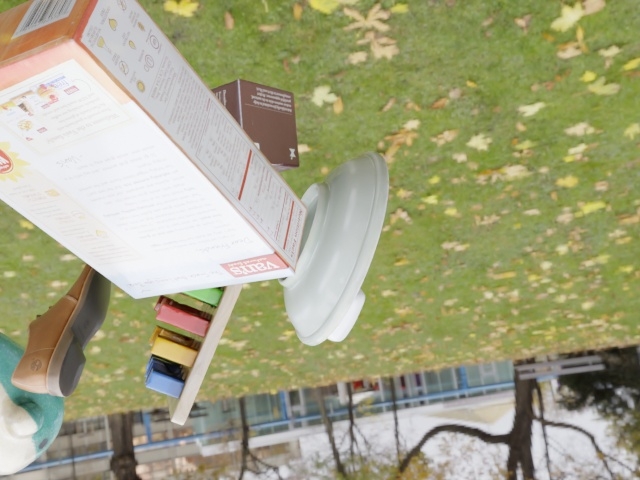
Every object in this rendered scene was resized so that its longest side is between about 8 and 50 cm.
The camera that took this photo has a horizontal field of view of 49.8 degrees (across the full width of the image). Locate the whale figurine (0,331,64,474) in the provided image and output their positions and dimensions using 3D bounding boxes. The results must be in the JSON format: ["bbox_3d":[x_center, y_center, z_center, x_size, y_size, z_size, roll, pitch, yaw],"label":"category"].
[{"bbox_3d":[-0.428,0.180,0.916,0.216,0.272,0.141,23,-142,27],"label":"whale figurine"}]

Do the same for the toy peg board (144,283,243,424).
[{"bbox_3d":[-0.162,0.101,0.774,0.079,0.160,0.161,24,173,-12],"label":"toy peg board"}]

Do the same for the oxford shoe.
[{"bbox_3d":[-0.313,0.093,0.842,0.076,0.212,0.076,2,129,6],"label":"oxford shoe"}]

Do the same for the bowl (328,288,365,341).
[{"bbox_3d":[0.011,0.143,1.519,0.142,0.142,0.053,33,-161,22],"label":"bowl"}]

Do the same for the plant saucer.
[{"bbox_3d":[0.000,0.000,1.345,0.101,0.400,0.400,21,163,-14],"label":"plant saucer"}]

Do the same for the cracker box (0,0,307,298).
[{"bbox_3d":[-0.132,-0.050,0.465,0.156,0.067,0.232,-9,142,26],"label":"cracker box"}]

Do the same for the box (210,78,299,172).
[{"bbox_3d":[-0.178,-0.223,1.456,0.203,0.167,0.168,-9,173,39],"label":"box"}]
